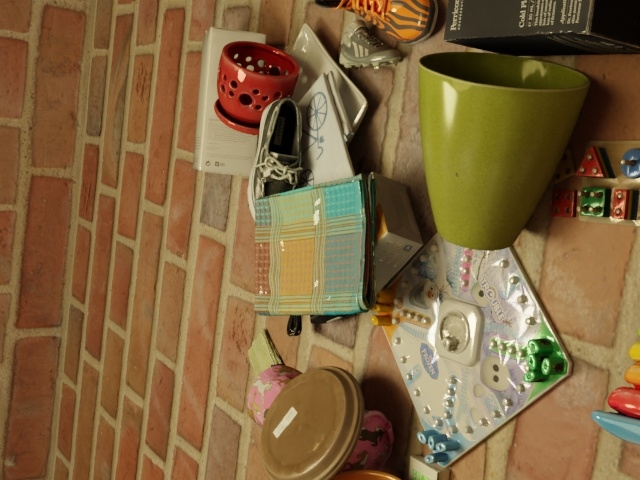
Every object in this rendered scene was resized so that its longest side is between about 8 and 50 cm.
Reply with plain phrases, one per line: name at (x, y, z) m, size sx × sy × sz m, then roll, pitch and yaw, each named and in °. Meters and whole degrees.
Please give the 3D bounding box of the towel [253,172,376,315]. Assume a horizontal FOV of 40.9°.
towel at (-0.023, 0.020, 1.769) m, size 0.370 × 0.040 × 0.271 m, roll -8°, pitch 80°, yaw 49°

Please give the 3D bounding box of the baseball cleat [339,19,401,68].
baseball cleat at (0.099, -0.426, 1.861) m, size 0.206 × 0.072 × 0.109 m, roll 12°, pitch 109°, yaw 55°

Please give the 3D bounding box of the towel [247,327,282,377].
towel at (-0.145, 0.314, 2.226) m, size 0.148 × 0.027 × 0.110 m, roll 59°, pitch 135°, yaw 39°

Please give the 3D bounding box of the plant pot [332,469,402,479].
plant pot at (0.083, 0.623, 1.652) m, size 0.291 × 0.291 × 0.203 m, roll 36°, pitch 150°, yaw 51°

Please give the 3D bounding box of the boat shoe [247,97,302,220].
boat shoe at (-0.091, -0.171, 1.951) m, size 0.105 × 0.113 × 0.306 m, roll -179°, pitch 101°, yaw -71°

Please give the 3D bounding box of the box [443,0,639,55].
box at (0.382, -0.477, 1.361) m, size 0.312 × 0.179 × 0.343 m, roll 17°, pitch 102°, yaw 54°

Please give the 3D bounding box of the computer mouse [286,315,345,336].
computer mouse at (0.021, 0.114, 1.978) m, size 0.262 × 0.060 × 0.184 m, roll -33°, pitch 42°, yaw 45°

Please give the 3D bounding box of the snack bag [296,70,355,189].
snack bag at (-0.018, -0.162, 1.974) m, size 0.323 × 0.037 × 0.343 m, roll -44°, pitch 53°, yaw 46°

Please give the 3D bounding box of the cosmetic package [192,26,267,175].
cosmetic package at (-0.244, -0.359, 2.258) m, size 0.197 × 0.155 × 0.366 m, roll -151°, pitch 67°, yaw -75°

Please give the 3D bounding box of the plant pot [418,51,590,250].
plant pot at (0.284, -0.142, 1.437) m, size 0.275 × 0.274 × 0.294 m, roll 36°, pitch 128°, yaw 51°

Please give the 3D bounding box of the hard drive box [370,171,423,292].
hard drive box at (0.093, 0.007, 1.770) m, size 0.232 × 0.089 × 0.181 m, roll -52°, pitch 33°, yaw 34°

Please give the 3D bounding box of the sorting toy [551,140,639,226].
sorting toy at (0.452, -0.093, 1.353) m, size 0.274 × 0.046 × 0.132 m, roll 10°, pitch 96°, yaw 56°

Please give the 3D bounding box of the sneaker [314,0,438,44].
sneaker at (0.094, -0.495, 1.785) m, size 0.321 × 0.180 × 0.125 m, roll 37°, pitch 118°, yaw 51°

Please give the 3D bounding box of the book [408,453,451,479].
book at (0.209, 0.507, 1.694) m, size 0.096 × 0.035 × 0.144 m, roll 12°, pitch 101°, yaw 57°

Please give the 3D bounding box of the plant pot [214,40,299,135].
plant pot at (-0.161, -0.365, 2.068) m, size 0.191 × 0.191 × 0.174 m, roll 57°, pitch 140°, yaw 40°

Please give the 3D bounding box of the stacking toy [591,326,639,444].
stacking toy at (0.502, 0.139, 1.195) m, size 0.175 × 0.165 × 0.302 m, roll 6°, pitch 82°, yaw 41°

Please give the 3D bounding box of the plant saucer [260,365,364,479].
plant saucer at (-0.028, 0.381, 1.761) m, size 0.278 × 0.041 × 0.278 m, roll -30°, pitch 41°, yaw 30°

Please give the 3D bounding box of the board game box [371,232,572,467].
board game box at (0.252, 0.174, 1.628) m, size 0.390 × 0.050 × 0.390 m, roll -52°, pitch 47°, yaw 41°

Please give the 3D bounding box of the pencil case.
pencil case at (-0.005, 0.396, 1.893) m, size 0.386 × 0.160 × 0.167 m, roll 18°, pitch 79°, yaw 55°

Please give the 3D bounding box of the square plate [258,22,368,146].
square plate at (-0.021, -0.287, 2.061) m, size 0.347 × 0.049 × 0.344 m, roll 59°, pitch 134°, yaw 39°
